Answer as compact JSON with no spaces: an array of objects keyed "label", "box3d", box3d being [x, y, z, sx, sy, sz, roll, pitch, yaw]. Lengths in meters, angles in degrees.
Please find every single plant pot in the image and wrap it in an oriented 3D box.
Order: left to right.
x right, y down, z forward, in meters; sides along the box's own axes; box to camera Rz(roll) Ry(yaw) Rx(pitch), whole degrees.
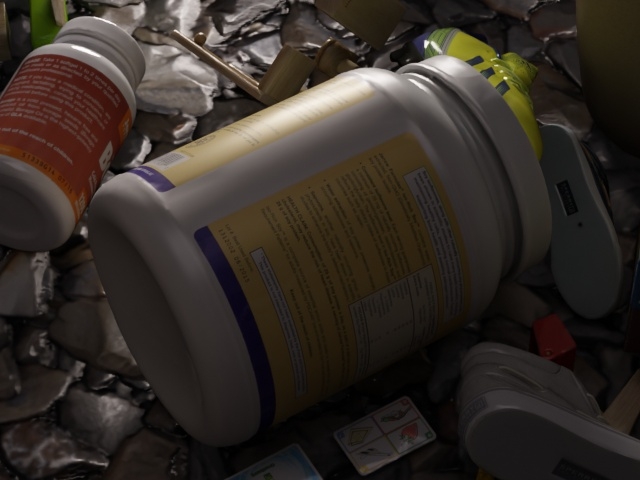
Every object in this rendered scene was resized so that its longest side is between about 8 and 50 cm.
[{"label":"plant pot","box3d":[0.338,-0.245,1.641,0.257,0.274,0.256,-10,56,15]}]

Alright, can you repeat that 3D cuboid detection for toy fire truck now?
[{"label":"toy fire truck","box3d":[0.269,0.135,1.517,0.135,0.047,0.192,-16,53,-12]}]

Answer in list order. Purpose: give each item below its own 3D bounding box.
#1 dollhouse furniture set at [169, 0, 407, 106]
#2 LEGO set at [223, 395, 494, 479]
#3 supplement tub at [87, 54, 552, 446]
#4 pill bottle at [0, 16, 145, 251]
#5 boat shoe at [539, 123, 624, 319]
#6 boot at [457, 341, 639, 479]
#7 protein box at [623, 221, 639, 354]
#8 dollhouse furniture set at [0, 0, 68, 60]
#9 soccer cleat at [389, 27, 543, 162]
[{"label":"dollhouse furniture set","box3d":[-0.029,-0.210,1.748,0.123,0.144,0.151,36,96,27]},{"label":"LEGO set","box3d":[0.067,0.205,1.457,0.244,0.060,0.182,-25,58,-19]},{"label":"supplement tub","box3d":[0.000,0.000,1.508,0.331,0.241,0.241,-26,54,-19]},{"label":"pill bottle","box3d":[-0.244,-0.104,1.675,0.121,0.121,0.216,15,52,13]},{"label":"boat shoe","box3d":[0.242,-0.015,1.635,0.065,0.083,0.183,-19,74,24]},{"label":"boot","box3d":[0.224,0.164,1.438,0.258,0.095,0.123,31,26,-14]},{"label":"protein box","box3d":[0.372,0.005,1.529,0.201,0.136,0.200,9,31,9]},{"label":"dollhouse furniture set","box3d":[-0.409,-0.267,1.793,0.302,0.151,0.197,-7,50,-5]},{"label":"soccer cleat","box3d":[0.155,-0.139,1.657,0.121,0.093,0.289,-17,24,-9]}]
